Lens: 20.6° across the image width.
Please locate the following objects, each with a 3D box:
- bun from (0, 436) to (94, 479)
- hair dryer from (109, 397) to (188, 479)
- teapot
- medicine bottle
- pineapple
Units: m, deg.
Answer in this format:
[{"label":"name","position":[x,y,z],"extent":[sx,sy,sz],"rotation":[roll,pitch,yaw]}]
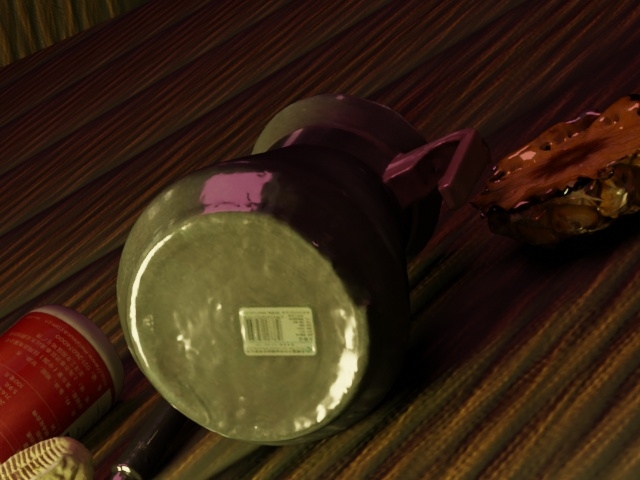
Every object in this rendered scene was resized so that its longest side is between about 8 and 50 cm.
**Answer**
[{"label":"bun","position":[-0.253,0.232,1.599],"extent":[0.115,0.069,0.115],"rotation":[-25,19,9]},{"label":"hair dryer","position":[-0.145,0.161,1.661],"extent":[0.114,0.070,0.248],"rotation":[-11,35,42]},{"label":"teapot","position":[0.000,0.000,1.563],"extent":[0.300,0.253,0.344],"rotation":[-23,15,22]},{"label":"medicine bottle","position":[-0.313,0.179,1.729],"extent":[0.131,0.131,0.250],"rotation":[-8,29,48]},{"label":"pineapple","position":[0.240,-0.055,1.600],"extent":[0.225,0.076,0.225],"rotation":[-27,17,9]}]
